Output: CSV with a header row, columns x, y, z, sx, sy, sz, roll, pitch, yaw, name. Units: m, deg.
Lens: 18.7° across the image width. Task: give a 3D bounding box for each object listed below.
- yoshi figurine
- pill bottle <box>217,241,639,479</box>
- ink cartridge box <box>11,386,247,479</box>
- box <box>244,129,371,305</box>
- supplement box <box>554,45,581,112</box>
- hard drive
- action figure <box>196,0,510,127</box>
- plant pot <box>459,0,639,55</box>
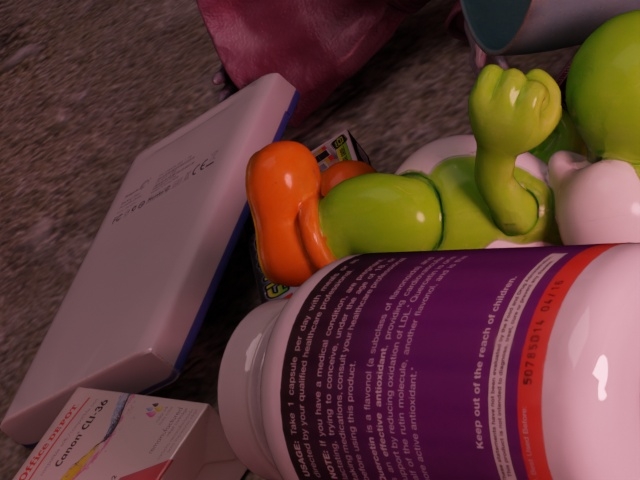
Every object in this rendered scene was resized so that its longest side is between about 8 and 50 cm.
x,y,z,sx,sy,sz,roll,pitch,yaw,name
0.139,-0.060,1.317,0.362,0.203,0.203,-6,40,28,yoshi figurine
0.091,0.094,1.192,0.323,0.181,0.181,-2,46,44,pill bottle
-0.159,0.176,1.451,0.198,0.067,0.115,1,48,47,ink cartridge box
0.000,0.000,1.555,0.114,0.036,0.207,-32,31,10,box
0.292,-0.121,1.382,0.239,0.073,0.130,5,50,48,supplement box
-0.140,0.014,1.632,0.210,0.040,0.318,-27,30,42,hard drive
0.073,-0.240,1.710,0.370,0.248,0.276,-23,7,25,action figure
0.217,-0.277,1.378,0.195,0.290,0.290,-1,31,-9,plant pot
